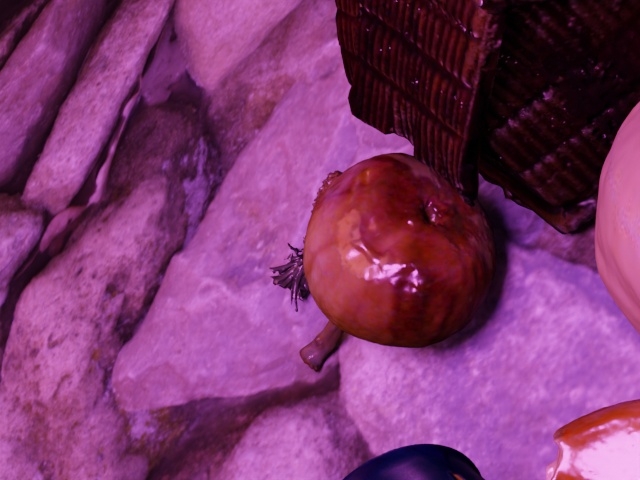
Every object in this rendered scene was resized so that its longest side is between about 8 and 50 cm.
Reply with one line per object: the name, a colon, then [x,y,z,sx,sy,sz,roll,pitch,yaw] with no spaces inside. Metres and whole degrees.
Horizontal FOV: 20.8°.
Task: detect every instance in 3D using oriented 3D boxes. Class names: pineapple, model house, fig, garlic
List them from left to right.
pineapple: [0.000,0.000,1.550,0.124,0.058,0.058,-57,39,14]
fig: [0.031,0.030,1.419,0.231,0.143,0.160,-30,66,29]
model house: [0.142,-0.189,1.327,0.297,0.282,0.317,-53,40,9]
garlic: [0.251,0.170,1.109,0.207,0.128,0.115,41,107,42]

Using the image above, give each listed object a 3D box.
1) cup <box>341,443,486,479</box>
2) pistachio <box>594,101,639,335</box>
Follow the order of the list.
cup: [0.078,0.273,1.137,0.256,0.255,0.178,38,120,50]
pistachio: [0.302,-0.004,1.103,0.321,0.229,0.238,22,110,61]
